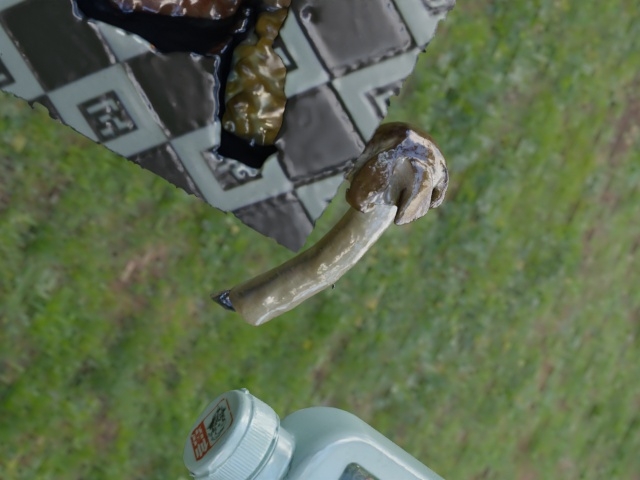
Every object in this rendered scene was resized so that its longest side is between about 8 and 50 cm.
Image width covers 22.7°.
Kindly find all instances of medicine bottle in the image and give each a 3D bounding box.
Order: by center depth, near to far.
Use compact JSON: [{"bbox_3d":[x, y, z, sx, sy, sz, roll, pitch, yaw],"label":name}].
[{"bbox_3d":[0.011,0.187,1.094,0.229,0.083,0.121,38,96,-22],"label":"medicine bottle"}]

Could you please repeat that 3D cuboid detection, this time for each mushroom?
[{"bbox_3d":[0.000,0.000,0.917,0.187,0.060,0.061,-43,172,32],"label":"mushroom"}]

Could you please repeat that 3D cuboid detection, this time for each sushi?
[{"bbox_3d":[-0.032,-0.073,0.420,0.120,0.126,0.026,-57,-175,37],"label":"sushi"}]
